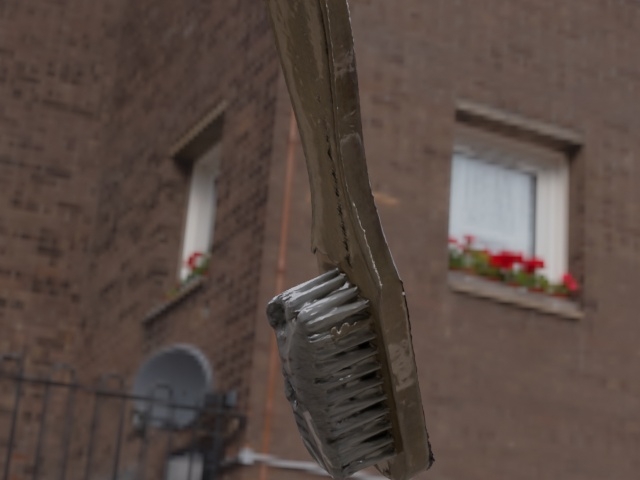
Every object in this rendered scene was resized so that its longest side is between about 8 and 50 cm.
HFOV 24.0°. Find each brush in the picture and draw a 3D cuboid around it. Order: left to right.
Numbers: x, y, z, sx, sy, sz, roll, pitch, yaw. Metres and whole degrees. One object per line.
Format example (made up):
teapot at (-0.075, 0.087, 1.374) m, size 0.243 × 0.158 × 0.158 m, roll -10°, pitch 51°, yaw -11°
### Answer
brush at (0.000, 0.000, 0.800) m, size 0.065 × 0.327 × 0.070 m, roll -24°, pitch 31°, yaw -24°
